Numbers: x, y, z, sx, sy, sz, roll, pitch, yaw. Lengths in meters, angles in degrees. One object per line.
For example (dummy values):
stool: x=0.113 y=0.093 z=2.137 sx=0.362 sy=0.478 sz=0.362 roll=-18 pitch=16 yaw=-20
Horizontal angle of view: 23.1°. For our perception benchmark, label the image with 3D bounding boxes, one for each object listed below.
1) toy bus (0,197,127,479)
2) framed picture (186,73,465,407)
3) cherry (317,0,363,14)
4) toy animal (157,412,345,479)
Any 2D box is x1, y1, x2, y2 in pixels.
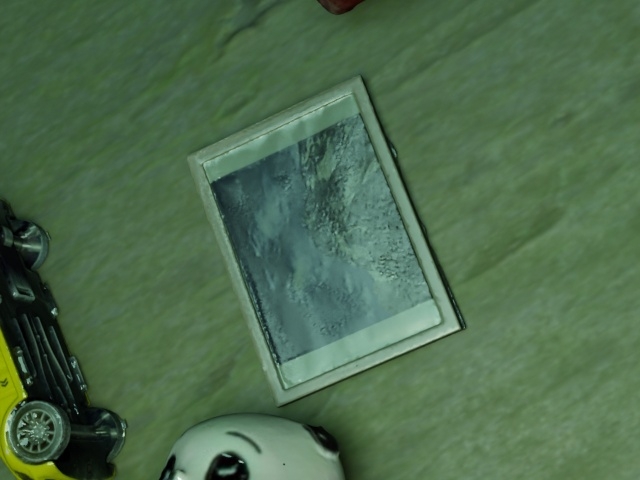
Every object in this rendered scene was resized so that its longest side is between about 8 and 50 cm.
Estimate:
toy bus: x=-0.328 y=0.113 z=1.571 sx=0.152 sy=0.144 sz=0.330 roll=-28 pitch=74 yaw=12
framed picture: x=0.000 y=0.000 z=1.548 sx=0.209 sy=0.019 sz=0.281 roll=-26 pitch=76 yaw=13
cherry: x=0.029 y=-0.368 z=1.501 sx=0.230 sy=0.203 sz=0.300 roll=7 pitch=98 yaw=17
toy animal: x=-0.074 y=0.292 z=1.430 sx=0.213 sy=0.212 sz=0.266 roll=-11 pitch=83 yaw=16
